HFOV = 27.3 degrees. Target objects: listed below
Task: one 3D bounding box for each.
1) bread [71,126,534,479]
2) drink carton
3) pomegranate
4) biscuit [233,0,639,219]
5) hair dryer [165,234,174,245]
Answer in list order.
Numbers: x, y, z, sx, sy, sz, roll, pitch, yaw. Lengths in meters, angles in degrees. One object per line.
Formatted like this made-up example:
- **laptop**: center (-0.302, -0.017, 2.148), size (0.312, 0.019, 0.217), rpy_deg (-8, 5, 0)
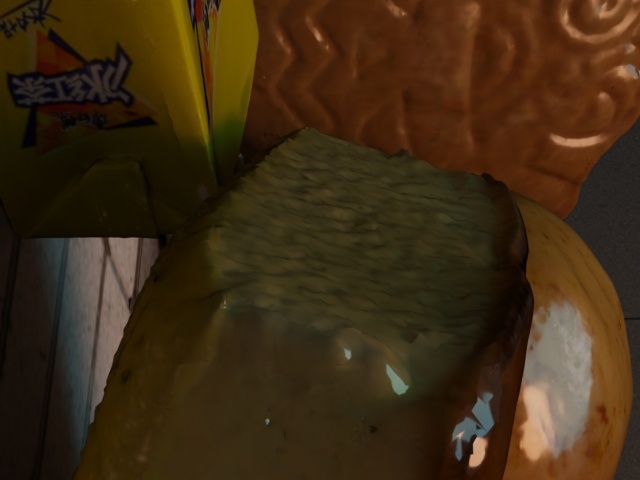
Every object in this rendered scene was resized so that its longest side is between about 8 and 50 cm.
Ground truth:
- **bread**: center (-0.026, 0.135, 0.559), size (0.323, 0.143, 0.333), rpy_deg (-65, 175, -73)
- **drink carton**: center (-0.106, -0.173, 0.540), size (0.351, 0.111, 0.154), rpy_deg (80, 12, -46)
- **pomegranate**: center (0.056, 0.095, 0.965), size (0.342, 0.343, 0.342), rpy_deg (-2, 90, -82)
- **biscuit**: center (0.083, -0.146, 1.005), size (0.062, 0.365, 0.385), rpy_deg (-105, -167, -55)
- **hair dryer**: center (-0.085, -0.049, 0.932), size (0.137, 0.047, 0.082), rpy_deg (-87, 172, -73)
